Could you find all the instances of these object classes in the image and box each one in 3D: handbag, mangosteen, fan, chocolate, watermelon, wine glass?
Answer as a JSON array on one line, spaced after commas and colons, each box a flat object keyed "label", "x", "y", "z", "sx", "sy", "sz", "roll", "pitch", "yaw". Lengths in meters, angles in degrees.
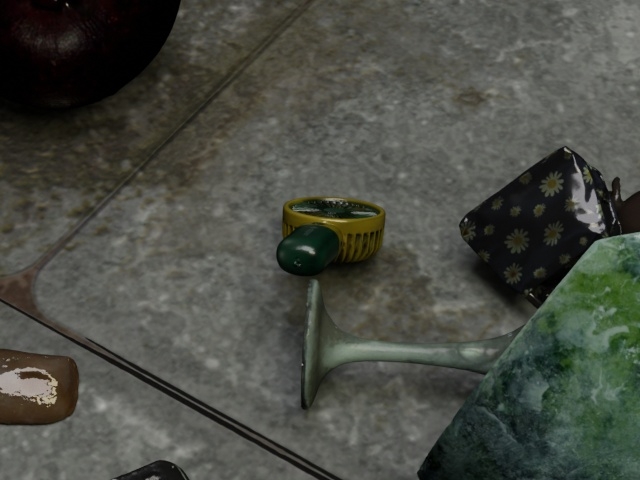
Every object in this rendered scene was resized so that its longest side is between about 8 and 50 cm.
[{"label": "handbag", "x": 0.191, "y": 0.015, "z": 1.311, "sx": 0.115, "sy": 0.072, "sz": 0.139, "roll": -35, "pitch": 68, "yaw": 15}, {"label": "mangosteen", "x": -0.230, "y": -0.227, "z": 1.458, "sx": 0.228, "sy": 0.228, "sz": 0.265, "roll": -5, "pitch": 8, "yaw": -5}, {"label": "fan", "x": 0.000, "y": 0.000, "z": 1.305, "sx": 0.082, "sy": 0.039, "sz": 0.155, "roll": 8, "pitch": 14, "yaw": 14}, {"label": "chocolate", "x": -0.232, "y": 0.107, "z": 1.261, "sx": 0.101, "sy": 0.031, "sz": 0.064, "roll": 4, "pitch": 53, "yaw": 1}, {"label": "watermelon", "x": 0.206, "y": 0.127, "z": 1.125, "sx": 0.290, "sy": 0.319, "sz": 0.213, "roll": -20, "pitch": 25, "yaw": 27}, {"label": "wine glass", "x": 0.136, "y": 0.166, "z": 1.212, "sx": 0.310, "sy": 0.096, "sz": 0.264, "roll": 4, "pitch": 72, "yaw": 2}]

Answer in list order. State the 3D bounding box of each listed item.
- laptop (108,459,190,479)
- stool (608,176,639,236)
[{"label": "laptop", "x": -0.120, "y": 0.248, "z": 1.138, "sx": 0.154, "sy": 0.026, "sz": 0.207, "roll": -22, "pitch": 52, "yaw": -18}, {"label": "stool", "x": 0.327, "y": -0.018, "z": 1.320, "sx": 0.217, "sy": 0.125, "sz": 0.121, "roll": -6, "pitch": 2, "yaw": 36}]
